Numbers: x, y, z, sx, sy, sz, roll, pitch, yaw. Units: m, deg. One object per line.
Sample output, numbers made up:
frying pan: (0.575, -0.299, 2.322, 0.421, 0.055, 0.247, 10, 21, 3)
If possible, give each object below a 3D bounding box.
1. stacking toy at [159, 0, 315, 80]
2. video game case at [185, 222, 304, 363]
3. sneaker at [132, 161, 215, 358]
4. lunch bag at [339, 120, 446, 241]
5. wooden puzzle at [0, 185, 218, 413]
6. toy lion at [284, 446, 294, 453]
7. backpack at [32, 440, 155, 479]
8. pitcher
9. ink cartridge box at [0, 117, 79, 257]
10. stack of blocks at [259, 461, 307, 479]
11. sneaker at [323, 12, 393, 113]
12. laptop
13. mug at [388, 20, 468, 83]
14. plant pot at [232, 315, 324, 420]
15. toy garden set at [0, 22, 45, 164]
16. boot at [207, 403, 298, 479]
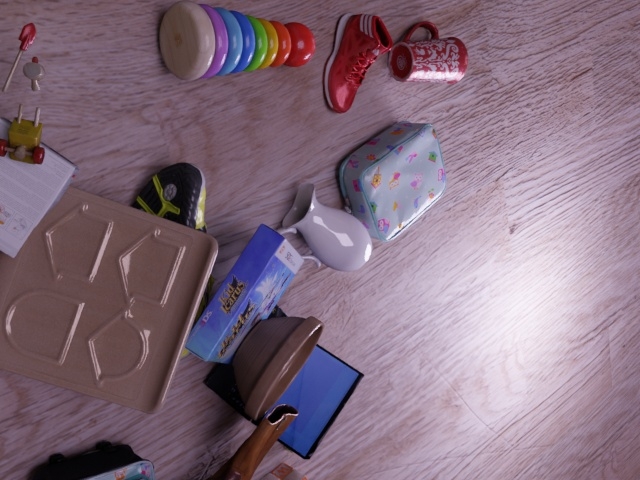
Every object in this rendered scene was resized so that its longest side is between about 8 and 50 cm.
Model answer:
stacking toy: (-0.140, -0.386, 1.453, 0.330, 0.141, 0.141, -15, 109, -45)
video game case: (-0.141, 0.116, 1.478, 0.270, 0.061, 0.244, -57, 167, -6)
sneaker: (-0.276, 0.042, 1.430, 0.147, 0.145, 0.385, -2, 106, -59)
lunch bag: (0.173, -0.136, 1.780, 0.279, 0.107, 0.224, -38, 126, -27)
wooden puzzle: (-0.385, 0.092, 1.283, 0.347, 0.080, 0.322, 19, 85, -6)
toy lion: (-0.053, 0.433, 1.758, 0.100, 0.034, 0.096, -35, 113, -30)
backpack: (-0.403, 0.531, 1.378, 0.225, 0.191, 0.254, -8, 109, -41)
pitcher: (0.000, 0.000, 1.664, 0.207, 0.125, 0.178, 37, 95, -29)
ink cartridge box: (-0.502, -0.085, 1.216, 0.145, 0.045, 0.179, 34, 93, -9)
stack of blocks: (-0.143, 0.666, 1.688, 0.297, 0.087, 0.171, -33, 119, -31)
sneaker: (0.083, -0.387, 1.634, 0.087, 0.128, 0.221, 1, 98, -41)
laptop: (-0.073, 0.301, 1.639, 0.234, 0.136, 0.264, -54, 130, -19)
mug: (0.244, -0.440, 1.800, 0.169, 0.150, 0.113, -12, 143, -35)
plant pot: (-0.102, 0.238, 1.522, 0.237, 0.109, 0.237, -54, 169, -15)
toy garden set: (-0.513, -0.235, 1.149, 0.203, 0.049, 0.245, 11, 96, -9)
boot: (-0.168, 0.464, 1.493, 0.280, 0.096, 0.264, -52, 161, 16)
